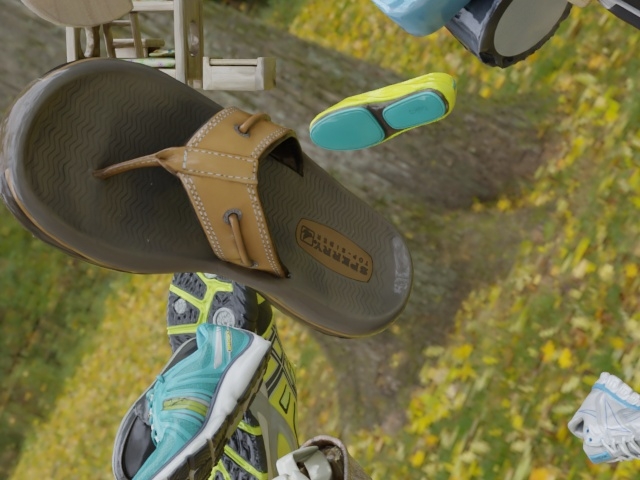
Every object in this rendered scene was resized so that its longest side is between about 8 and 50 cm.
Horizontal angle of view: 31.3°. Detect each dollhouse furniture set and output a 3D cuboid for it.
[{"bbox_3d":[-0.120,-0.194,1.067,0.161,0.182,0.101,-40,-50,-74],"label":"dollhouse furniture set"}]

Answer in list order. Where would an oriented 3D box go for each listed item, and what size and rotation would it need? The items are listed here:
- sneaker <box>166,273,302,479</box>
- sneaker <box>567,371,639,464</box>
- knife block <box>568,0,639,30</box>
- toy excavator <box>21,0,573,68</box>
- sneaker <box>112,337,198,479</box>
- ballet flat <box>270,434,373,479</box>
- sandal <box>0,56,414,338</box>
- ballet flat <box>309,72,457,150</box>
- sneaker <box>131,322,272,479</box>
[{"bbox_3d":[-0.113,0.165,1.613,0.145,0.147,0.384,-3,94,32],"label":"sneaker"},{"bbox_3d":[0.300,0.191,1.102,0.083,0.071,0.191,-43,11,-6],"label":"sneaker"},{"bbox_3d":[0.099,-0.166,0.529,0.276,0.242,0.088,-13,32,8],"label":"knife block"},{"bbox_3d":[0.025,-0.283,0.811,0.433,0.445,0.222,-44,61,12],"label":"toy excavator"},{"bbox_3d":[-0.191,0.217,1.449,0.222,0.083,0.118,-62,11,-15],"label":"sneaker"},{"bbox_3d":[-0.016,0.253,1.039,0.108,0.106,0.316,-25,3,7],"label":"ballet flat"},{"bbox_3d":[-0.030,-0.014,0.483,0.060,0.219,0.090,-12,57,48],"label":"sandal"},{"bbox_3d":[0.092,-0.184,1.601,0.231,0.077,0.077,-13,35,35],"label":"ballet flat"},{"bbox_3d":[-0.155,0.205,1.319,0.107,0.110,0.275,103,-167,-46],"label":"sneaker"}]
